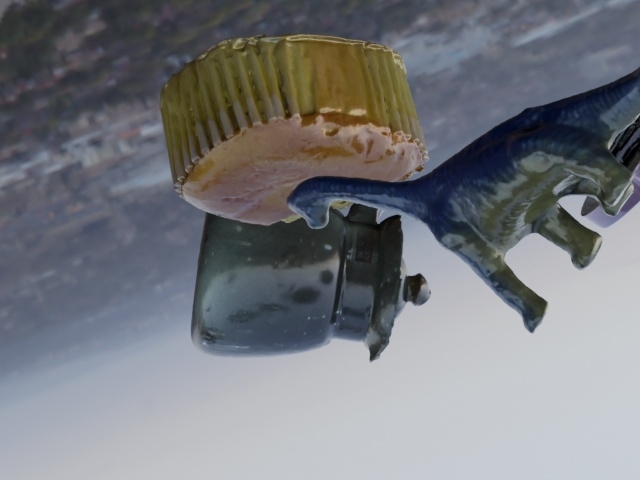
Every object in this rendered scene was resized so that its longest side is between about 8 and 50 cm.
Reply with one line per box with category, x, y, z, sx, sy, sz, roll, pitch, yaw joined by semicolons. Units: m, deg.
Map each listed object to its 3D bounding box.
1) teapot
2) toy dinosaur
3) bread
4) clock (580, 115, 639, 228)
teapot;-0.004;0.021;1.645;0.285;0.223;0.305;9;-143;-3
toy dinosaur;0.092;-0.056;0.784;0.075;0.188;0.247;-44;164;-46
bread;-0.024;-0.097;1.240;0.250;0.133;0.179;3;151;-38
clock;0.369;-0.101;1.587;0.198;0.064;0.172;-57;180;24
